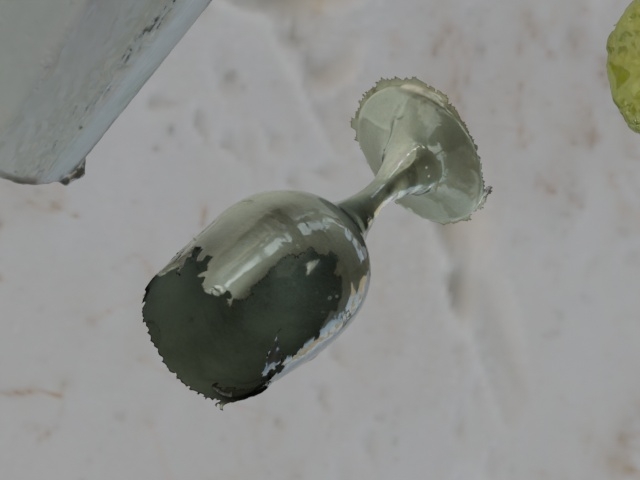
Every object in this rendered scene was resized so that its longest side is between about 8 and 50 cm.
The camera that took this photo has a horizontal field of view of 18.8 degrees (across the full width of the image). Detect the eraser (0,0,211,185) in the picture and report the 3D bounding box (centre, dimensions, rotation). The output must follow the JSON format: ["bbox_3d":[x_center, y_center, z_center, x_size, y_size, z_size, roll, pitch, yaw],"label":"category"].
[{"bbox_3d":[-0.099,-0.138,0.656,0.174,0.227,0.081,34,40,-12],"label":"eraser"}]

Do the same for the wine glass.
[{"bbox_3d":[0.000,0.000,1.527,0.321,0.143,0.143,-43,130,-40],"label":"wine glass"}]

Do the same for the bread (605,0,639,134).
[{"bbox_3d":[0.252,-0.116,1.222,0.114,0.129,0.111,-4,63,-49],"label":"bread"}]
